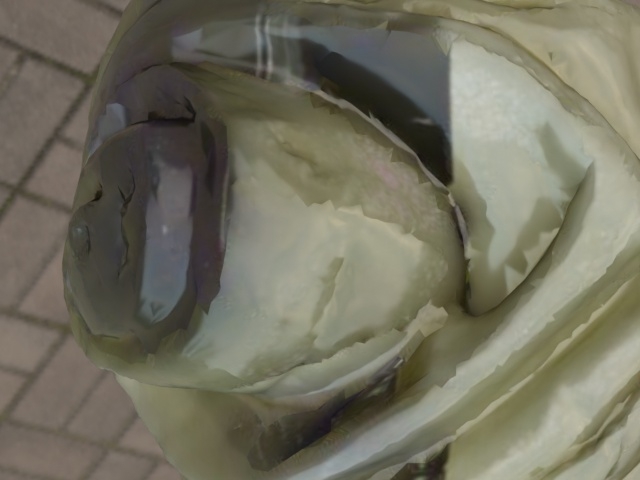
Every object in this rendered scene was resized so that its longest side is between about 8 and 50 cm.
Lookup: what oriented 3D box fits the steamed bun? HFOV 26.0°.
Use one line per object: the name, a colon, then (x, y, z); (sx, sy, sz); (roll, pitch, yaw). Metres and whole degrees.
steamed bun: (0.000, 0.000, 0.644); (0.346, 0.394, 0.237); (-42, 155, 28)
